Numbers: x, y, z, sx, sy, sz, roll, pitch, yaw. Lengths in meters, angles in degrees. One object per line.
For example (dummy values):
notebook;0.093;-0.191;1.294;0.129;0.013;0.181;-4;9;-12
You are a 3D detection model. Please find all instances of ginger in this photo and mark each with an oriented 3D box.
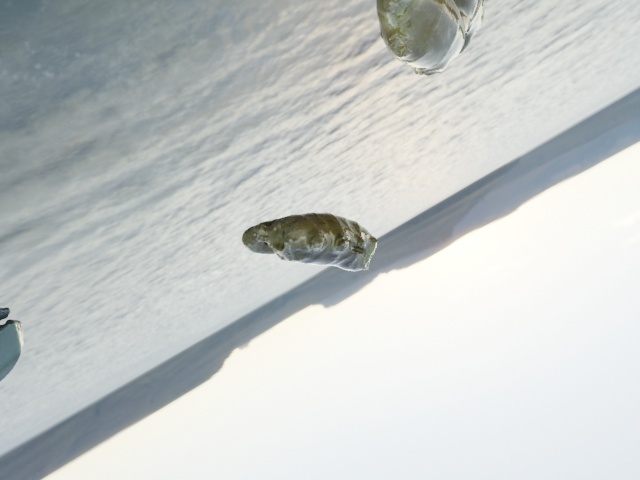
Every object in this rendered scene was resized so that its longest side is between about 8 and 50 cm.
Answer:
ginger;-0.002;-0.003;0.820;0.205;0.081;0.115;2;153;-20
ginger;0.185;-0.349;0.844;0.122;0.363;0.348;3;160;20

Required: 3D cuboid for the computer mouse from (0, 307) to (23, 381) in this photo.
computer mouse;-0.757;0.254;1.073;0.429;0.228;0.145;-33;-157;6
